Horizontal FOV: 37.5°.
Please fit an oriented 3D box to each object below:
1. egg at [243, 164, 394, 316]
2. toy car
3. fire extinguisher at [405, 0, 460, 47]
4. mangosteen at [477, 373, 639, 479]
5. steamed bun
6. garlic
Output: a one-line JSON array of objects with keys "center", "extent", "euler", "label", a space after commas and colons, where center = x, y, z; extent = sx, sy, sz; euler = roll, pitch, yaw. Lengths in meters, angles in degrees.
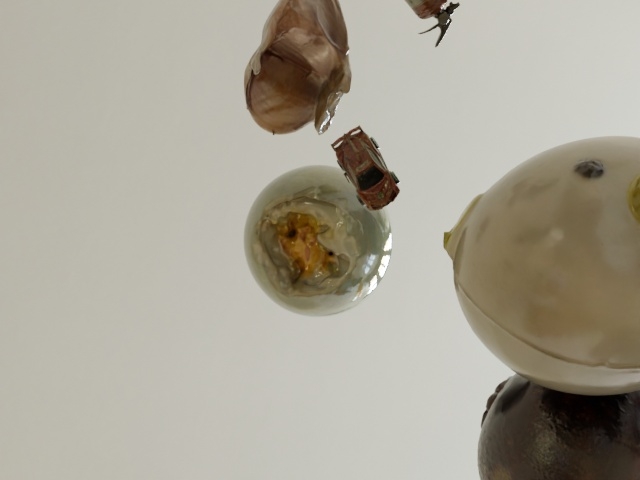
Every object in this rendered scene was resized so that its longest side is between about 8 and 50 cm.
[{"center": [0.000, 0.000, 1.745], "extent": [0.336, 0.278, 0.278], "euler": [-10, -70, -81], "label": "egg"}, {"center": [0.059, -0.091, 1.220], "extent": [0.059, 0.122, 0.035], "euler": [-33, -39, 9], "label": "toy car"}, {"center": [0.106, -0.317, 1.143], "extent": [0.062, 0.050, 0.177], "euler": [-39, -70, 11], "label": "fire extinguisher"}, {"center": [0.393, 0.314, 1.318], "extent": [0.306, 0.359, 0.306], "euler": [-34, -39, -34], "label": "mangosteen"}, {"center": [0.348, 0.028, 1.167], "extent": [0.374, 0.334, 0.334], "euler": [-12, -73, -29], "label": "steamed bun"}, {"center": [-0.031, -0.177, 0.949], "extent": [0.099, 0.174, 0.124], "euler": [13, -131, -20], "label": "garlic"}]
